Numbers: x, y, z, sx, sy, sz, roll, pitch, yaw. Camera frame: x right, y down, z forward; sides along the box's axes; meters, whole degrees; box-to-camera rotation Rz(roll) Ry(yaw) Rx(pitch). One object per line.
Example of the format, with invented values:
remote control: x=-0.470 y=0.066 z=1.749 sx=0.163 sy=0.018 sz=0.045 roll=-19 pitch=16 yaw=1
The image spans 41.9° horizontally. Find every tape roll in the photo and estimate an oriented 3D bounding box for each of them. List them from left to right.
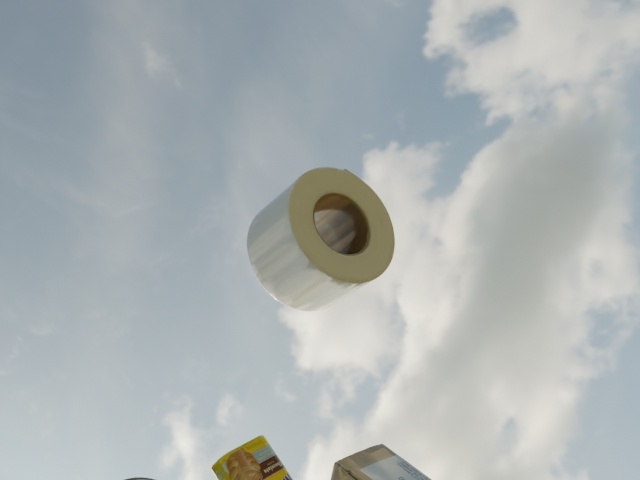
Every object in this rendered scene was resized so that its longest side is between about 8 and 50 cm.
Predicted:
tape roll: x=0.000 y=0.000 z=1.642 sx=0.246 sy=0.169 sz=0.246 roll=16 pitch=-122 yaw=-28

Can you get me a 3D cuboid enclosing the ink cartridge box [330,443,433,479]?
ink cartridge box: x=0.102 y=0.366 z=0.901 sx=0.088 sy=0.235 sz=0.193 roll=-7 pitch=-61 yaw=-46

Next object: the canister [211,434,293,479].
canister: x=-0.103 y=0.445 z=1.488 sx=0.126 sy=0.170 sz=0.073 roll=-17 pitch=-25 yaw=-48

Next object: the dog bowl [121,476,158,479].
dog bowl: x=-0.314 y=0.621 z=1.409 sx=0.150 sy=0.407 sz=0.408 roll=-28 pitch=-48 yaw=20
